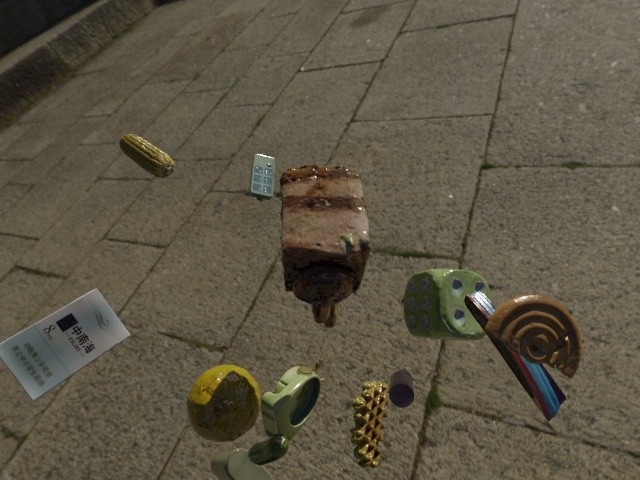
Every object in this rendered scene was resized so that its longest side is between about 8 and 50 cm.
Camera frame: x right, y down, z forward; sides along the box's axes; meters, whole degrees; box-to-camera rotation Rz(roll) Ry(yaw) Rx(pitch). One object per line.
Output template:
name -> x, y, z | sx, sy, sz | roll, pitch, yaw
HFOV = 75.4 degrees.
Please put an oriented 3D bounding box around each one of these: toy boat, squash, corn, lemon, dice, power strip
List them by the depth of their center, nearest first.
power strip -> -0.101, -0.110, 0.718 | 0.040, 0.016, 0.090 | 11, 64, -20
lemon -> -0.253, 0.426, 1.091 | 0.192, 0.231, 0.193 | 2, 75, -7
toy boat -> 0.556, 0.319, 1.206 | 0.079, 0.136, 0.392 | -31, 59, 0
corn -> -0.530, -0.259, 1.267 | 0.238, 0.080, 0.080 | 34, 68, 27
squash -> -0.164, 0.663, 1.308 | 0.219, 0.077, 0.068 | -42, 33, 40
dice -> 0.478, 0.251, 1.580 | 0.249, 0.254, 0.252 | 10, 73, -20

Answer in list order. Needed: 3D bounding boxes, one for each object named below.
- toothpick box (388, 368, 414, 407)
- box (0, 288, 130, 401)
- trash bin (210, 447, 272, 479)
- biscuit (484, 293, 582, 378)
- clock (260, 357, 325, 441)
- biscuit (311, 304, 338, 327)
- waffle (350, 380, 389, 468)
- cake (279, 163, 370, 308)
toothpick box -> 0.325, 0.590, 1.661 | 0.098, 0.099, 0.149 | -14, 1, 12
box -> -0.618, 0.247, 1.010 | 0.242, 0.155, 0.067 | -35, 6, -35
trash bin -> -0.352, 1.017, 1.802 | 0.247, 0.243, 0.121 | -37, 6, 48
biscuit -> 0.469, 0.191, 0.876 | 0.145, 0.224, 0.033 | -61, 6, -5
clock -> -0.087, 0.574, 1.535 | 0.096, 0.235, 0.308 | 17, 36, 32
biscuit -> 0.020, 0.164, 1.267 | 0.052, 0.263, 0.277 | -4, 7, 11
waffle -> 0.126, 0.445, 1.010 | 0.046, 0.160, 0.192 | -14, 73, 34
cake -> 0.000, 0.000, 0.915 | 0.196, 0.199, 0.293 | 2, 55, -2
